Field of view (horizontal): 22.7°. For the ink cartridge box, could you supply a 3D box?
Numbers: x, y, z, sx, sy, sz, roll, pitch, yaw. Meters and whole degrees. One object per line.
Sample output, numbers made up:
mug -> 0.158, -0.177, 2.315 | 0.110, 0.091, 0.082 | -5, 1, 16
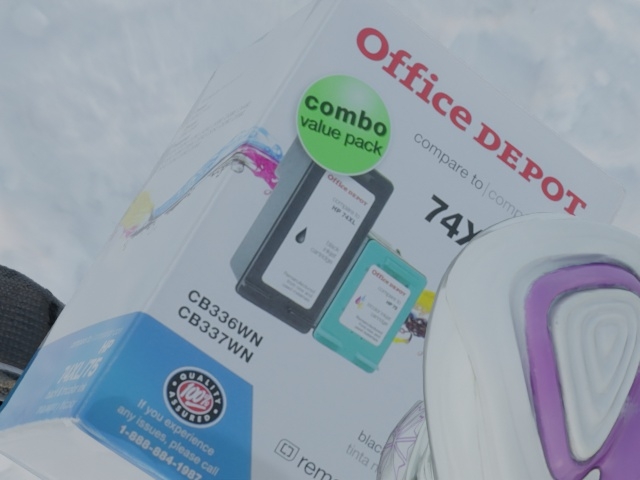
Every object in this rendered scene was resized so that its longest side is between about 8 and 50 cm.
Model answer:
ink cartridge box -> -0.010, 0.040, 0.860 | 0.198, 0.197, 0.270 | 36, 68, -15

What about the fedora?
fedora -> -0.383, 0.110, 1.719 | 0.334, 0.334, 0.152 | 15, 69, 0

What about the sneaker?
sneaker -> 0.064, 0.090, 0.523 | 0.152, 0.305, 0.114 | 20, 65, 30
